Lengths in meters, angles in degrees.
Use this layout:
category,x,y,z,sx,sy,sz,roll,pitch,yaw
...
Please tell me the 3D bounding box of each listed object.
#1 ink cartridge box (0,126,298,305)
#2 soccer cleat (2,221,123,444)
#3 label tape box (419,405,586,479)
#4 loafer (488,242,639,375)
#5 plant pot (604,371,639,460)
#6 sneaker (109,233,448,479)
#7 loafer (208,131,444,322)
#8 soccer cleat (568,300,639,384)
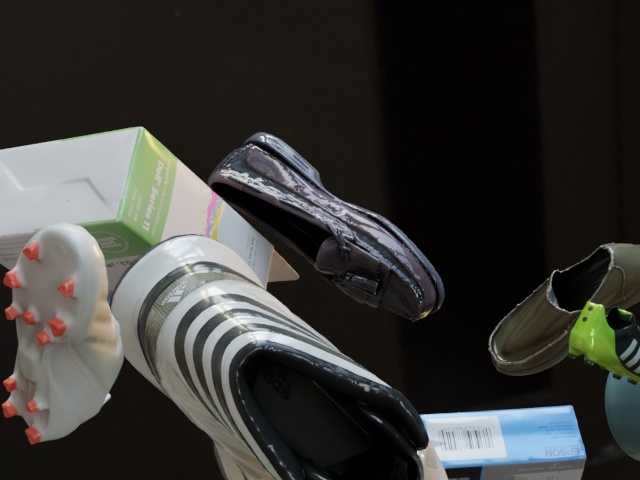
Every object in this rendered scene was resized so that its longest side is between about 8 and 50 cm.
category,x,y,z,sx,sy,sz,roll,pitch,yaw
ink cartridge box,-0.194,0.022,1.726,0.353,0.207,0.119,43,48,-49
soccer cleat,-0.158,0.053,0.982,0.068,0.076,0.196,43,-40,23
label tape box,0.264,0.415,2.435,0.115,0.249,0.347,-100,-170,-47
loafer,0.293,0.075,1.889,0.251,0.087,0.094,-41,-135,27
plant pot,0.580,0.241,2.314,0.255,0.272,0.271,-15,-93,52
sneaker,0.017,0.197,1.294,0.447,0.169,0.257,46,-4,-39
loafer,0.000,0.000,1.739,0.302,0.095,0.109,40,-38,18
soccer cleat,0.336,0.117,1.698,0.060,0.179,0.072,19,-95,43
